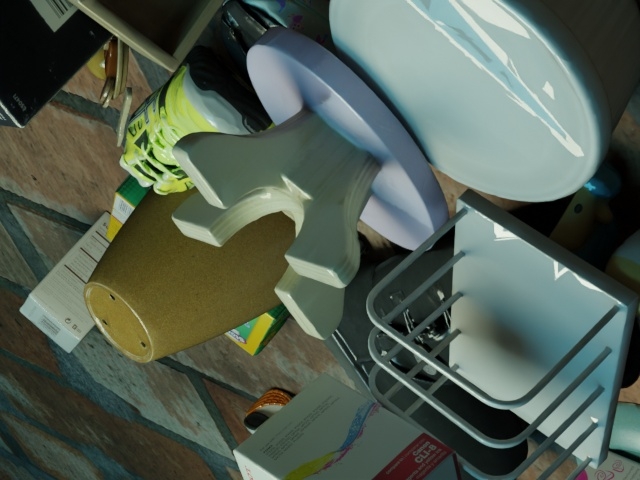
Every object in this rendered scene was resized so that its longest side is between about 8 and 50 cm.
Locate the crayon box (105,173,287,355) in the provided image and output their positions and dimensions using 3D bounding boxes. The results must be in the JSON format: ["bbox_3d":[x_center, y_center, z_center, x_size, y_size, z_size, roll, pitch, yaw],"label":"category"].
[{"bbox_3d":[-0.160,0.024,2.149,0.278,0.081,0.165,38,156,4],"label":"crayon box"}]

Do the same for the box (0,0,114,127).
[{"bbox_3d":[-0.333,-0.281,1.629,0.294,0.296,0.183,11,143,49],"label":"box"}]

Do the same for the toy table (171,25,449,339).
[{"bbox_3d":[-0.012,-0.043,1.440,0.274,0.161,0.252,49,160,-24],"label":"toy table"}]

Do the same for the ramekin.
[{"bbox_3d":[0.150,-0.170,1.325,0.273,0.127,0.273,33,155,18],"label":"ramekin"}]

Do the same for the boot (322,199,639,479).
[{"bbox_3d":[0.213,0.141,1.767,0.367,0.146,0.445,45,151,-14],"label":"boot"}]

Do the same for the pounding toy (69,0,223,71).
[{"bbox_3d":[-0.164,-0.301,1.493,0.181,0.206,0.094,35,179,-36],"label":"pounding toy"}]

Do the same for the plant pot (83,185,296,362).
[{"bbox_3d":[-0.153,0.025,1.893,0.237,0.254,0.237,32,145,26],"label":"plant pot"}]

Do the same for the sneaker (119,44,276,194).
[{"bbox_3d":[-0.132,-0.110,1.693,0.145,0.147,0.384,42,174,-7],"label":"sneaker"}]

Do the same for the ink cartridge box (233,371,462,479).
[{"bbox_3d":[0.031,0.234,1.467,0.176,0.127,0.128,28,147,38],"label":"ink cartridge box"}]

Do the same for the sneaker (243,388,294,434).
[{"bbox_3d":[0.000,0.309,2.408,0.262,0.099,0.121,19,156,53],"label":"sneaker"}]

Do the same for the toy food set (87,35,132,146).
[{"bbox_3d":[-0.240,-0.216,1.758,0.038,0.192,0.132,0,157,-14],"label":"toy food set"}]

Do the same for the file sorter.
[{"bbox_3d":[0.156,0.134,1.481,0.193,0.173,0.278,35,151,27],"label":"file sorter"}]

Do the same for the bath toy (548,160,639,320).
[{"bbox_3d":[0.374,0.065,1.419,0.348,0.129,0.151,34,-161,19],"label":"bath toy"}]

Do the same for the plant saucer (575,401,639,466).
[{"bbox_3d":[0.427,0.312,1.845,0.317,0.044,0.317,32,154,18],"label":"plant saucer"}]

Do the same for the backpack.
[{"bbox_3d":[-0.008,-0.194,1.524,0.182,0.115,0.152,39,154,-2],"label":"backpack"}]

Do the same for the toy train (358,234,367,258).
[{"bbox_3d":[0.000,0.000,1.949,0.158,0.027,0.036,13,154,46],"label":"toy train"}]

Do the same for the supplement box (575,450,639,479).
[{"bbox_3d":[0.382,0.337,1.764,0.220,0.111,0.114,21,150,37],"label":"supplement box"}]

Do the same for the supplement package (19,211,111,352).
[{"bbox_3d":[-0.353,0.064,2.373,0.105,0.179,0.105,42,156,-3],"label":"supplement package"}]
